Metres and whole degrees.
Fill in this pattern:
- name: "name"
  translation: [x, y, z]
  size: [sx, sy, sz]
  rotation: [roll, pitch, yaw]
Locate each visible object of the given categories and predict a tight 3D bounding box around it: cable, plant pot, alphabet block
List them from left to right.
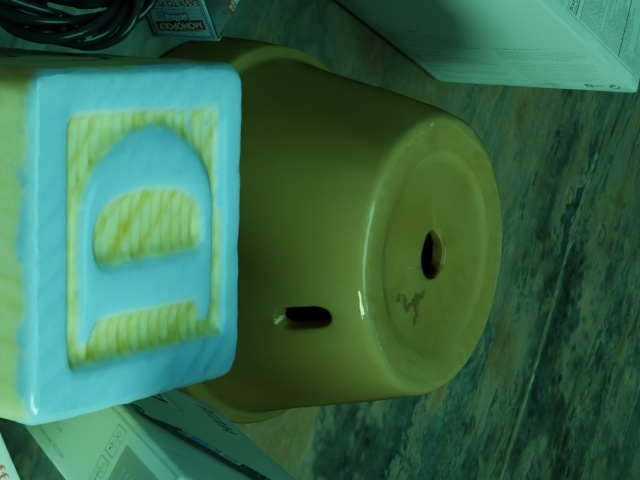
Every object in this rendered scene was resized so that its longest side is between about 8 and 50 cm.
- name: "alphabet block"
  translation: [-0.178, -0.013, 1.091]
  size: [0.192, 0.197, 0.193]
  rotation: [-8, 103, -57]
- name: "cable"
  translation: [-0.159, -0.197, 1.157]
  size: [0.150, 0.047, 0.184]
  rotation: [34, 41, -6]
- name: "plant pot"
  translation: [0.000, 0.000, 1.357]
  size: [0.291, 0.203, 0.291]
  rotation: [-15, 108, -56]

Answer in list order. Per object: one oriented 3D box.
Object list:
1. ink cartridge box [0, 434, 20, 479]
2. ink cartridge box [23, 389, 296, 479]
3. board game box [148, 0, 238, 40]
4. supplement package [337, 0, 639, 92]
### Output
- name: "ink cartridge box"
  translation: [-0.235, 0.182, 1.125]
  size: [0.198, 0.067, 0.115]
  rotation: [-27, 96, -52]
- name: "ink cartridge box"
  translation: [-0.038, 0.173, 1.172]
  size: [0.261, 0.296, 0.066]
  rotation: [28, 91, -26]
- name: "board game box"
  translation: [-0.084, -0.249, 1.313]
  size: [0.194, 0.060, 0.194]
  rotation: [-39, 128, -47]
- name: "supplement package"
  translation: [0.142, -0.261, 1.524]
  size: [0.262, 0.199, 0.198]
  rotation: [30, 71, -54]
